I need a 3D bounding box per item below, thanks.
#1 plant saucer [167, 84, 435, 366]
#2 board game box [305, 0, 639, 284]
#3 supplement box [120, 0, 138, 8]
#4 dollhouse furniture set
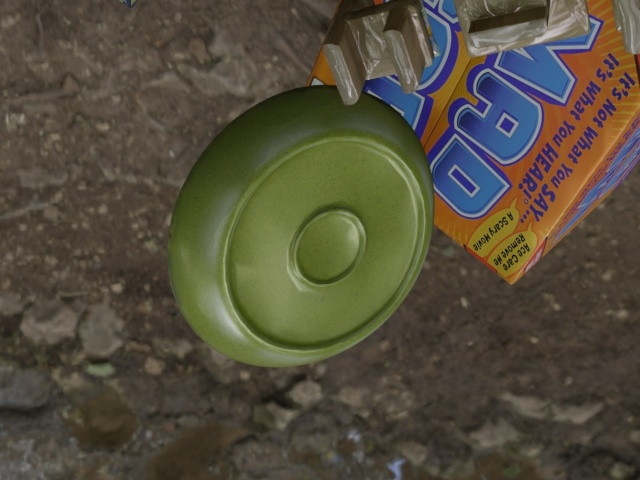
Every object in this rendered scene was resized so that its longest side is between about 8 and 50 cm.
[{"bbox_3d":[0.000,0.000,0.701,0.241,0.037,0.240,-13,117,-27],"label":"plant saucer"},{"bbox_3d":[0.256,-0.242,1.097,0.356,0.356,0.356,-33,157,-45],"label":"board game box"},{"bbox_3d":[-0.164,-0.243,0.697,0.083,0.083,0.056,36,73,-3],"label":"supplement box"},{"bbox_3d":[0.092,-0.226,0.493,0.212,0.161,0.242,-7,128,23],"label":"dollhouse furniture set"}]
